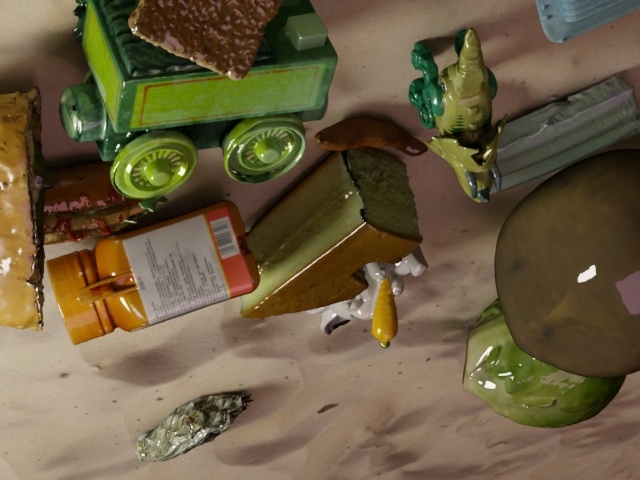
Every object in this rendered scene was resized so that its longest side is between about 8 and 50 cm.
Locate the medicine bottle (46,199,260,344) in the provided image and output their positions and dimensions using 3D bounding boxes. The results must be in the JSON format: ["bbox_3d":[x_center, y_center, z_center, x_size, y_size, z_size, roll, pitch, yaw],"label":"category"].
[{"bbox_3d":[-0.188,0.037,1.994,0.222,0.112,0.149,-18,-179,-6],"label":"medicine bottle"}]

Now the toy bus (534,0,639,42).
[{"bbox_3d":[0.317,-0.340,1.660,0.312,0.190,0.152,-24,150,4],"label":"toy bus"}]

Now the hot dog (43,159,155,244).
[{"bbox_3d":[-0.290,-0.030,1.896,0.250,0.076,0.104,-6,147,-22],"label":"hot dog"}]

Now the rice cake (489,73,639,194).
[{"bbox_3d":[0.274,-0.123,2.151,0.237,0.043,0.127,-25,151,4],"label":"rice cake"}]

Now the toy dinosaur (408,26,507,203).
[{"bbox_3d":[0.151,-0.162,1.911,0.094,0.153,0.259,-19,142,-9],"label":"toy dinosaur"}]

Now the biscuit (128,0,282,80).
[{"bbox_3d":[-0.072,-0.265,1.579,0.131,0.025,0.231,23,101,-32],"label":"biscuit"}]

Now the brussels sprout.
[{"bbox_3d":[0.322,0.163,2.508,0.244,0.244,0.244,-16,151,-10],"label":"brussels sprout"}]

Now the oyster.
[{"bbox_3d":[-0.176,0.261,2.485,0.177,0.064,0.125,-27,167,-13],"label":"oyster"}]

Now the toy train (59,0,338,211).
[{"bbox_3d":[-0.117,-0.155,1.723,0.272,0.159,0.188,-8,142,-22],"label":"toy train"}]

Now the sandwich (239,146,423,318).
[{"bbox_3d":[0.000,0.000,2.100,0.128,0.122,0.236,18,135,-44],"label":"sandwich"}]

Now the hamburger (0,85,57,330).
[{"bbox_3d":[-0.327,-0.032,1.755,0.131,0.124,0.262,-1,118,-11],"label":"hamburger"}]

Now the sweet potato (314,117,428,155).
[{"bbox_3d":[0.058,-0.120,2.015,0.179,0.044,0.044,-2,146,-44],"label":"sweet potato"}]

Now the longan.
[{"bbox_3d":[0.364,0.030,2.228,0.288,0.288,0.350,-11,158,-19],"label":"longan"}]

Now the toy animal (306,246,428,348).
[{"bbox_3d":[0.055,0.067,2.240,0.181,0.131,0.127,-47,180,15],"label":"toy animal"}]
